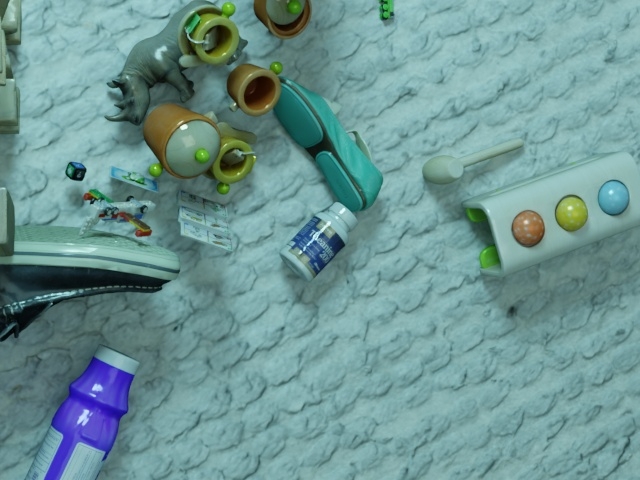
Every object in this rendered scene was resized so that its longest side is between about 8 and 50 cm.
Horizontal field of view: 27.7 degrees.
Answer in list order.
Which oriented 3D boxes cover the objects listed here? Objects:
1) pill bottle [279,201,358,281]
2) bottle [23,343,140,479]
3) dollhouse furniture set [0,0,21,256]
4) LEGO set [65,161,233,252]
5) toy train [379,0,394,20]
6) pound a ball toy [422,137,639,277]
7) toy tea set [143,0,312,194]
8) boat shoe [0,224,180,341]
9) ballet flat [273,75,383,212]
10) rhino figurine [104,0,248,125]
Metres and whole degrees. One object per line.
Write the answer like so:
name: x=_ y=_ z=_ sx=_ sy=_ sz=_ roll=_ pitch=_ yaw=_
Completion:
pill bottle: x=0.000 y=0.000 z=1.985 sx=0.120 sy=0.067 sz=0.067 roll=-46 pitch=105 yaw=-11
bottle: x=-0.346 y=0.289 z=1.857 sx=0.092 sy=0.118 sz=0.282 roll=27 pitch=83 yaw=-17
dollhouse furniture set: x=-0.515 y=-0.183 z=1.625 sx=0.257 sy=0.362 sz=0.394 roll=0 pitch=83 yaw=-10
LEGO set: x=-0.250 y=-0.040 z=1.853 sx=0.244 sy=0.182 sz=0.060 roll=20 pitch=108 yaw=-15
toy train: x=0.103 y=-0.385 z=2.029 sx=0.024 sy=0.017 sz=0.083 roll=-5 pitch=94 yaw=-29
pound a ball toy: x=0.346 y=-0.074 z=2.062 sx=0.319 sy=0.136 sz=0.208 roll=-19 pitch=98 yaw=-17
toy tea set: x=-0.119 y=-0.216 z=1.841 sx=0.200 sy=0.124 sz=0.336 roll=9 pitch=110 yaw=-39
boat shoe: x=-0.443 y=0.065 z=1.786 sx=0.500 sy=0.187 sz=0.155 roll=-3 pitch=99 yaw=-13
ballet flat: x=0.013 y=-0.159 z=1.986 sx=0.087 sy=0.083 sz=0.247 roll=-45 pitch=106 yaw=-37
rhino figurine: x=-0.222 y=-0.255 z=1.897 sx=0.243 sy=0.073 sz=0.106 roll=-41 pitch=108 yaw=-12
